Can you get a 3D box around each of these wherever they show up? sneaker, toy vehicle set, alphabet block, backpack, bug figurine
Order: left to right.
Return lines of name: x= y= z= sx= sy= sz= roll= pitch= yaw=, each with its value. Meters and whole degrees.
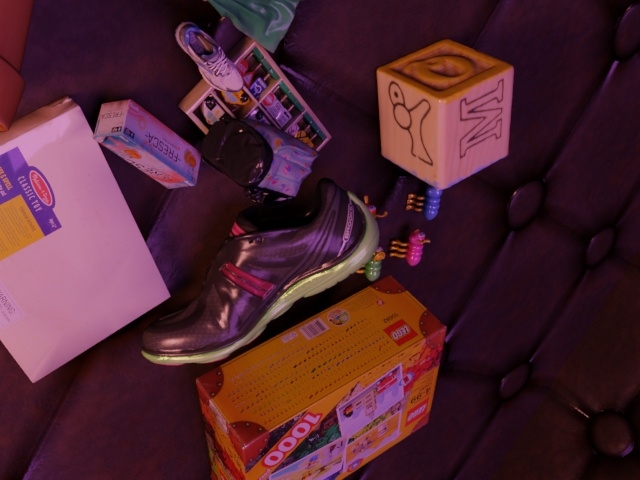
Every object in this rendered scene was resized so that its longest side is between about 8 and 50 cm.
sneaker: x=-0.168 y=-0.277 z=1.161 sx=0.135 sy=0.058 sz=0.052 roll=43 pitch=85 yaw=-25
sneaker: x=-0.129 y=0.052 z=1.380 sx=0.483 sy=0.185 sz=0.202 roll=-35 pitch=106 yaw=-5
toy vehicle set: x=-0.105 y=-0.205 z=1.310 sx=0.166 sy=0.035 sz=0.267 roll=-48 pitch=137 yaw=-4
backpack: x=-0.088 y=-0.131 z=1.245 sx=0.115 sy=0.152 sz=0.182 roll=-53 pitch=151 yaw=15
bug figurine: x=0.166 y=-0.021 z=1.643 sx=0.279 sy=0.072 sz=0.216 roll=-19 pitch=128 yaw=-31
alphabet block: x=0.240 y=-0.248 z=1.468 sx=0.193 sy=0.192 sz=0.197 roll=-29 pitch=134 yaw=-25

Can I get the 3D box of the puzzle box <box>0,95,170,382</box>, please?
puzzle box: x=-0.421 y=0.010 z=1.174 sx=0.272 sy=0.052 sz=0.408 roll=-32 pitch=134 yaw=-20

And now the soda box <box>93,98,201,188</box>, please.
soda box: x=-0.262 y=-0.145 z=1.168 sx=0.183 sy=0.058 sz=0.062 roll=38 pitch=54 yaw=-54

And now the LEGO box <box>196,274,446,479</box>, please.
LEGO box: x=0.005 y=0.354 z=1.635 sx=0.500 sy=0.193 sz=0.372 roll=-26 pitch=140 yaw=-25

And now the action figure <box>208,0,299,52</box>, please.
action figure: x=-0.138 y=-0.389 z=1.138 sx=0.232 sy=0.063 sz=0.137 roll=15 pitch=109 yaw=-38

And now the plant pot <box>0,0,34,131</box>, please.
plant pot: x=-0.439 y=-0.272 z=0.821 sx=0.291 sy=0.291 sz=0.203 roll=32 pitch=79 yaw=-48
